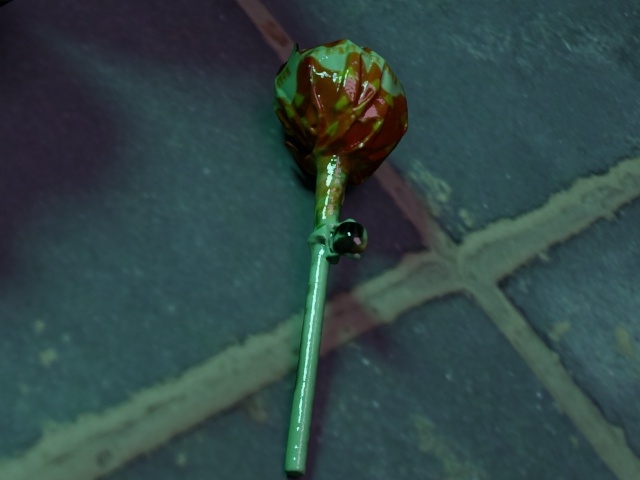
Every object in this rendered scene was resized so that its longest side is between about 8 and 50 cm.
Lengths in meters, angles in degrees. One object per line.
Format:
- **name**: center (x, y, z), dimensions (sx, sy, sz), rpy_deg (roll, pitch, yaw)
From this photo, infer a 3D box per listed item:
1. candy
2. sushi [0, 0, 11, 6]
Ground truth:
- **candy**: center (-0.001, -0.001, 0.719), dimensions (0.084, 0.078, 0.288), rpy_deg (24, 52, -21)
- **sushi**: center (-0.230, -0.099, 0.618), dimensions (0.134, 0.109, 0.273), rpy_deg (26, 58, -21)
